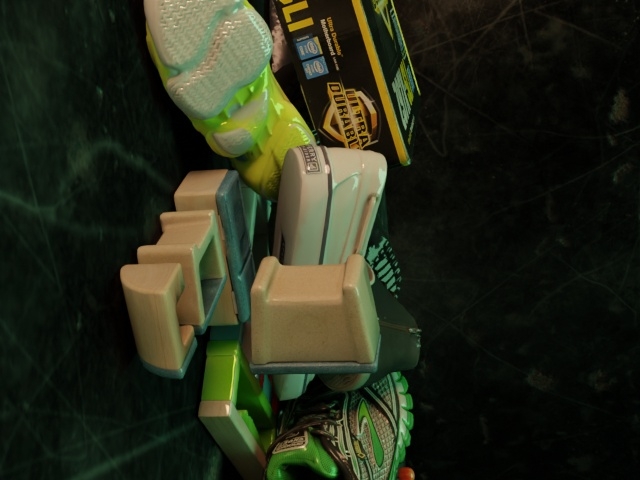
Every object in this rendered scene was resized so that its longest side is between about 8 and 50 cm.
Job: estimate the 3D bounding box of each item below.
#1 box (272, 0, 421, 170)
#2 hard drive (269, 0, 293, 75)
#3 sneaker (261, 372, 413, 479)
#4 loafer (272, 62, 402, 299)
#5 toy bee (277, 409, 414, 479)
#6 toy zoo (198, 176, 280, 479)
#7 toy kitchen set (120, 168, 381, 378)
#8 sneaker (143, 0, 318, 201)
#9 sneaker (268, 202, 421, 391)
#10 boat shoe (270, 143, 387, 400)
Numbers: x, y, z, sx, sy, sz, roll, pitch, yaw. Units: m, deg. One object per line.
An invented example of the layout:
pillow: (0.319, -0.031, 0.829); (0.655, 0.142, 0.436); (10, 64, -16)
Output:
box: (0.026, -0.221, 0.835); (0.322, 0.079, 0.257); (-67, 141, -70)
hard drive: (-0.029, -0.255, 1.122); (0.172, 0.054, 0.255); (50, 38, -76)
sneaker: (0.015, 0.199, 0.828); (0.146, 0.134, 0.344); (53, 20, -40)
loafer: (-0.014, -0.042, 1.043); (0.134, 0.130, 0.366); (-43, 129, -34)
toy bee: (0.033, 0.320, 1.016); (0.298, 0.162, 0.195); (68, 23, -65)
toy zoo: (-0.067, 0.072, 0.852); (0.192, 0.030, 0.293); (75, 15, -56)
toy kitchen set: (-0.034, 0.038, 0.626); (0.207, 0.166, 0.122); (-75, 161, -62)
sneaker: (-0.085, -0.137, 0.703); (0.126, 0.091, 0.240); (52, -8, 46)
sneaker: (0.024, 0.039, 0.868); (0.118, 0.083, 0.222); (-1, 72, -52)
boat shoe: (0.003, 0.035, 0.747); (0.096, 0.088, 0.268); (-114, -154, -54)
